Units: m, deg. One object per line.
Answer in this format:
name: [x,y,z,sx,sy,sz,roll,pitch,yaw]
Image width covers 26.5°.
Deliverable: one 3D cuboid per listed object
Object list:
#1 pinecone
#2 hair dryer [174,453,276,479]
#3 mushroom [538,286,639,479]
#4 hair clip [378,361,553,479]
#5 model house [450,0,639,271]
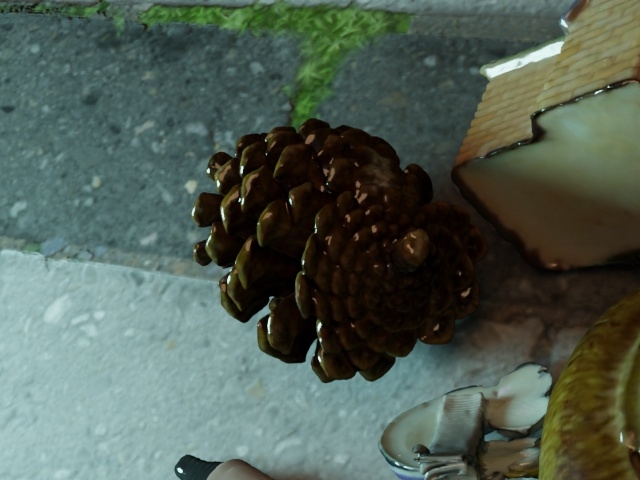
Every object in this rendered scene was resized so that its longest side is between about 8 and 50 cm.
pinecone: [0.001,-0.002,0.979,0.168,0.186,0.212,-51,39,7]
hair dryer: [0.010,0.235,0.905,0.344,0.107,0.189,24,75,40]
mushroom: [0.280,0.104,0.735,0.346,0.259,0.345,-11,37,8]
hair clip: [0.094,0.126,0.894,0.116,0.172,0.049,-5,105,13]
model house: [0.207,-0.093,0.954,0.183,0.166,0.172,-18,40,43]
